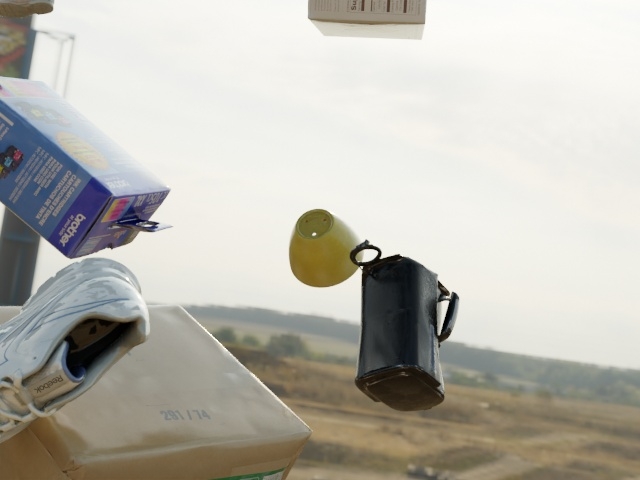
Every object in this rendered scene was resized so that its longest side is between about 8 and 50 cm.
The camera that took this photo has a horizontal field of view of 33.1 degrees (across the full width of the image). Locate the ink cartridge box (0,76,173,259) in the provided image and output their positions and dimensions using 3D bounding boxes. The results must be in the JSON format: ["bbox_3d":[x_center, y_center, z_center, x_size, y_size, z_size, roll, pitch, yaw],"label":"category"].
[{"bbox_3d":[-0.448,-0.115,1.915,0.395,0.151,0.270,41,13,6],"label":"ink cartridge box"}]

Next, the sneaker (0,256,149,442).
[{"bbox_3d":[-0.289,0.127,1.016,0.111,0.297,0.129,55,-12,-26],"label":"sneaker"}]

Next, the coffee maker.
[{"bbox_3d":[0.097,0.122,1.454,0.171,0.178,0.120,24,-41,-23],"label":"coffee maker"}]

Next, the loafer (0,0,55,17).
[{"bbox_3d":[-0.571,-0.458,2.084,0.125,0.039,0.045,0,-31,11],"label":"loafer"}]

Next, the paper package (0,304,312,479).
[{"bbox_3d":[-0.233,0.215,1.221,0.325,0.168,0.309,3,27,-47],"label":"paper package"}]

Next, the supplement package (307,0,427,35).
[{"bbox_3d":[0.068,-0.370,1.390,0.145,0.204,0.262,4,7,5],"label":"supplement package"}]

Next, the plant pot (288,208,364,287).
[{"bbox_3d":[0.000,0.000,1.858,0.134,0.134,0.095,6,-35,21],"label":"plant pot"}]
